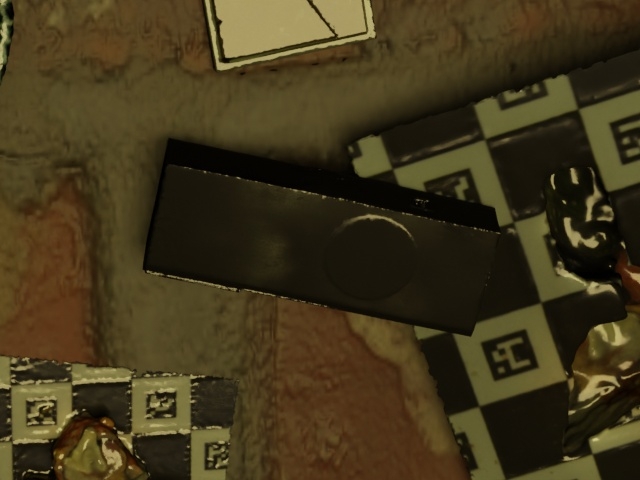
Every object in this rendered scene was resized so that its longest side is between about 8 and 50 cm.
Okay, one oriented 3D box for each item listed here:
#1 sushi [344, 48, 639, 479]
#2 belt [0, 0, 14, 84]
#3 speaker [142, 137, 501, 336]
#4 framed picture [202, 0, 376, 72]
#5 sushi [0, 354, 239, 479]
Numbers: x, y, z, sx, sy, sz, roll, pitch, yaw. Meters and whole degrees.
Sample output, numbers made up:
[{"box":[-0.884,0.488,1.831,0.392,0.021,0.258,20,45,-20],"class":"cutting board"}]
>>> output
[{"box":[0.235,0.027,1.314,0.343,0.064,0.359,-18,114,8],"class":"sushi"},{"box":[-0.308,-0.131,1.104,0.258,0.150,0.207,-8,107,-12],"class":"belt"},{"box":[0.000,0.000,1.243,0.218,0.044,0.082,13,114,-6],"class":"speaker"},{"box":[-0.027,-0.189,1.227,0.109,0.011,0.149,-12,109,-9],"class":"framed picture"},{"box":[-0.151,0.188,1.292,0.193,0.040,0.210,7,104,-15],"class":"sushi"}]
